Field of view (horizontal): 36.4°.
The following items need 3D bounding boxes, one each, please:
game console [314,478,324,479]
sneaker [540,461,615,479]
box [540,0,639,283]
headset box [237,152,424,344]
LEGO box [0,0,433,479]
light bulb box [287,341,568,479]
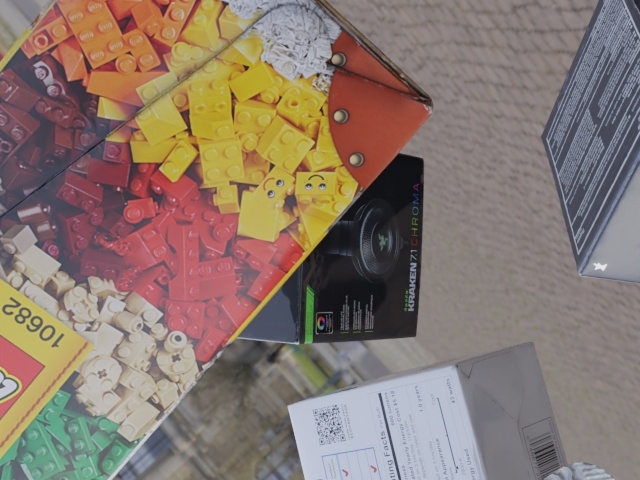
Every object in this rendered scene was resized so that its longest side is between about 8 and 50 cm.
[{"bbox_3d":[0.011,0.383,1.234,0.085,0.124,0.144,-22,141,39],"label":"game console"},{"bbox_3d":[0.190,0.335,1.010,0.102,0.293,0.146,57,-171,17],"label":"sneaker"},{"bbox_3d":[0.436,-0.143,1.254,0.294,0.182,0.296,-88,9,-46],"label":"box"},{"bbox_3d":[0.000,0.000,1.219,0.131,0.246,0.283,1,177,37],"label":"headset box"},{"bbox_3d":[-0.153,-0.061,0.751,0.193,0.372,0.500,39,-171,-16],"label":"LEGO box"},{"bbox_3d":[0.180,0.379,1.539,0.361,0.225,0.358,-21,79,42],"label":"light bulb box"}]
